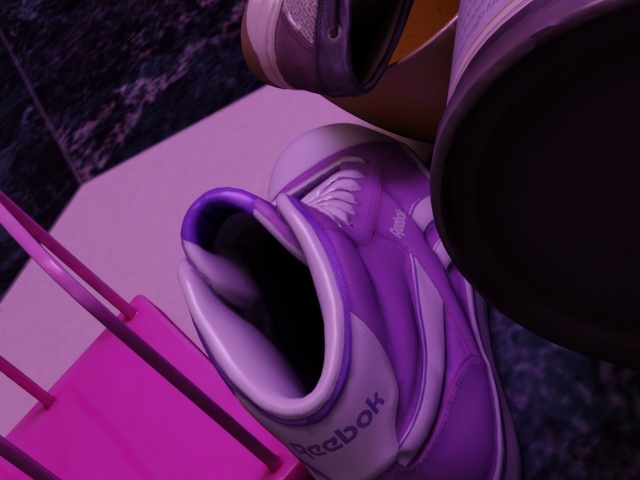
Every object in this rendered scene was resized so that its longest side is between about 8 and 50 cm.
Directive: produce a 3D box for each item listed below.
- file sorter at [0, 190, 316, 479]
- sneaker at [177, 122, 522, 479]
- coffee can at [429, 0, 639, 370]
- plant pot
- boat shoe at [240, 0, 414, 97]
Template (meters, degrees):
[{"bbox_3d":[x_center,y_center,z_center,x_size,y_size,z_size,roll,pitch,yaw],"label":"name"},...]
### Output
[{"bbox_3d":[-0.192,0.129,0.700,0.291,0.182,0.202,-47,36,-5],"label":"file sorter"},{"bbox_3d":[0.001,0.000,0.663,0.102,0.161,0.282,-37,35,12],"label":"sneaker"},{"bbox_3d":[0.156,-0.115,0.588,0.201,0.201,0.275,-19,43,31],"label":"coffee can"},{"bbox_3d":[0.061,-0.103,0.760,0.134,0.095,0.134,-26,41,25],"label":"plant pot"},{"bbox_3d":[0.037,-0.169,0.686,0.073,0.080,0.223,23,90,34],"label":"boat shoe"}]
